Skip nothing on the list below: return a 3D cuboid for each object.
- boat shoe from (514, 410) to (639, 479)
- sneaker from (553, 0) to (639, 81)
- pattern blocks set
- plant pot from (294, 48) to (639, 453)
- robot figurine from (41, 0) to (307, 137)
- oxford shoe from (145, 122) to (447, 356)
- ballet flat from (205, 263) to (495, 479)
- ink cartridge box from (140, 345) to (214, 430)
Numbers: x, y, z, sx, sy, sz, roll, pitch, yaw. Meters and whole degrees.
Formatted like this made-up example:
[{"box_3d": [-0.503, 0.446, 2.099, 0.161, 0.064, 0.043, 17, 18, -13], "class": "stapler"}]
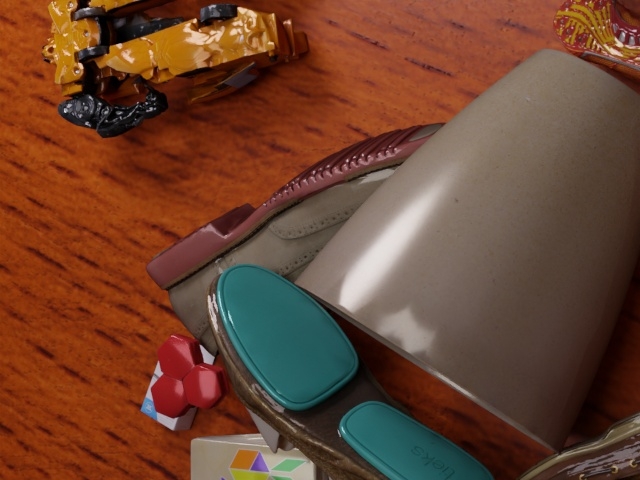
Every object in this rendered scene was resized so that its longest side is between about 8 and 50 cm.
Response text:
[{"box_3d": [0.231, 0.196, 1.358, 0.178, 0.064, 0.060, -31, 67, 25], "class": "boat shoe"}, {"box_3d": [0.260, -0.158, 1.374, 0.064, 0.067, 0.175, -49, 44, 0], "class": "sneaker"}, {"box_3d": [-0.056, 0.266, 1.537, 0.285, 0.026, 0.325, 11, 99, 26], "class": "pattern blocks set"}, {"box_3d": [0.158, -0.010, 1.341, 0.256, 0.256, 0.274, 30, 86, 32], "class": "plant pot"}, {"box_3d": [-0.157, -0.217, 1.643, 0.291, 0.085, 0.211, -12, 79, 32], "class": "robot figurine"}, {"box_3d": [0.000, 0.000, 1.517, 0.348, 0.123, 0.130, -27, 93, 34], "class": "oxford shoe"}, {"box_3d": [0.015, 0.163, 1.418, 0.342, 0.116, 0.124, 39, 139, 26], "class": "ballet flat"}, {"box_3d": [-0.142, 0.142, 1.634, 0.048, 0.028, 0.083, 25, 99, 33], "class": "ink cartridge box"}]
